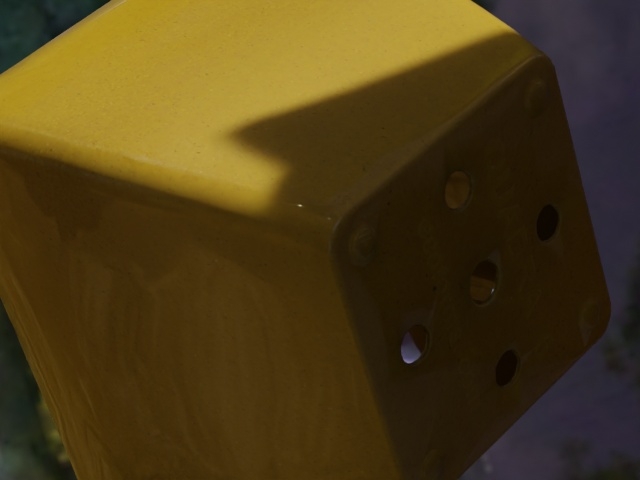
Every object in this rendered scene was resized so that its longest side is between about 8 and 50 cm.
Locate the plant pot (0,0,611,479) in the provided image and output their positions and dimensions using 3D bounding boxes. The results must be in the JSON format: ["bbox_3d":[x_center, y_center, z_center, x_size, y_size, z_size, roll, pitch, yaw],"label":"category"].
[{"bbox_3d":[0.000,0.000,0.852,0.187,0.212,0.212,15,-47,43],"label":"plant pot"}]
